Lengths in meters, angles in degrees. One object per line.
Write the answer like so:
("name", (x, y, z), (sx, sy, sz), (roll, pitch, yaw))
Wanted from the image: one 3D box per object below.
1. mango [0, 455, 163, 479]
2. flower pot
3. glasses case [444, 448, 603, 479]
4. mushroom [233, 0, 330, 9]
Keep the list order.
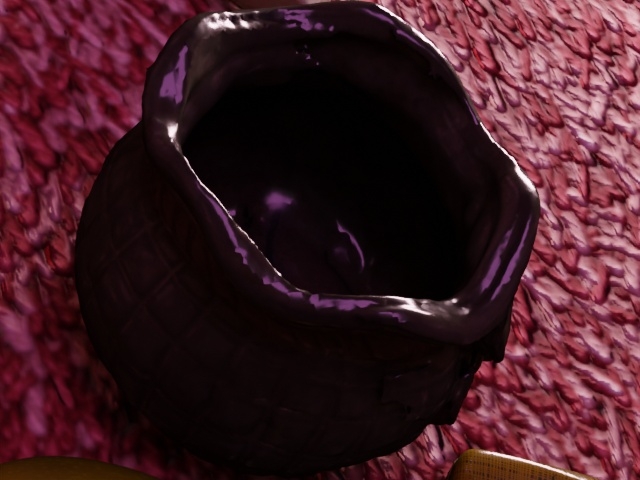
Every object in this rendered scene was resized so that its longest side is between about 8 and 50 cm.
("mango", (-0.102, 0.208, 1.127), (0.293, 0.143, 0.175), (9, 44, -33))
("flower pot", (0.000, 0.000, 1.284), (0.301, 0.213, 0.302), (13, 50, -16))
("glasses case", (0.189, 0.202, 1.320), (0.234, 0.064, 0.079), (21, 50, -11))
("mushroom", (-0.050, -0.271, 1.555), (0.108, 0.096, 0.247), (-6, 51, 0))
